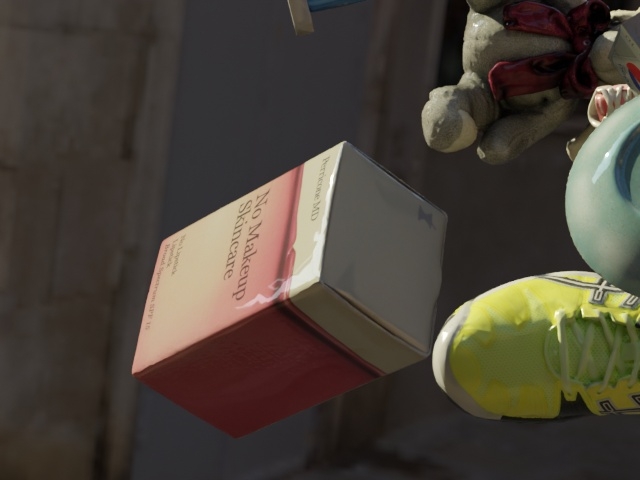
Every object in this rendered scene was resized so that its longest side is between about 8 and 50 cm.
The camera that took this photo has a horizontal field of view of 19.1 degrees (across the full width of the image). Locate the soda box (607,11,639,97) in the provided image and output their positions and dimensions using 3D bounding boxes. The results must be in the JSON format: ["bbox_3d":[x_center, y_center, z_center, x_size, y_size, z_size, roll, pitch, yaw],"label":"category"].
[{"bbox_3d":[0.427,-0.227,1.848,0.286,0.098,0.091,-31,-15,-9],"label":"soda box"}]

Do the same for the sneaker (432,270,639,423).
[{"bbox_3d":[0.293,0.089,1.719,0.385,0.145,0.147,-4,-7,-11],"label":"sneaker"}]

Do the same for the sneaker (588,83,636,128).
[{"bbox_3d":[0.323,-0.138,1.933,0.070,0.051,0.134,0,-9,-27],"label":"sneaker"}]

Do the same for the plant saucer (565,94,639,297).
[{"bbox_3d":[0.272,-0.047,1.408,0.195,0.195,0.037,11,-23,29],"label":"plant saucer"}]

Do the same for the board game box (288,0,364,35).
[{"bbox_3d":[-0.049,-0.379,1.166,0.050,0.390,0.390,-13,32,1],"label":"board game box"}]

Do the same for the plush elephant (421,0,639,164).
[{"bbox_3d":[0.297,-0.206,2.194,0.255,0.271,0.330,6,-6,29],"label":"plush elephant"}]

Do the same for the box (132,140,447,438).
[{"bbox_3d":[-0.026,0.045,1.560,0.127,0.148,0.232,35,-44,-30],"label":"box"}]
